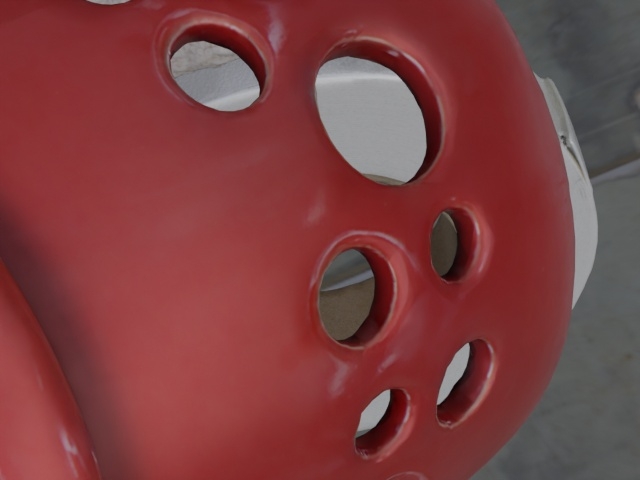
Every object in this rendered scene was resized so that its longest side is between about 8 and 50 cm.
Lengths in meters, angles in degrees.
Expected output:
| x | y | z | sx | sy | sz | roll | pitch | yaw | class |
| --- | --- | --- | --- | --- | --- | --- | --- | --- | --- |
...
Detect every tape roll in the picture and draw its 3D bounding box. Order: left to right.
| x | y | z | sx | sy | sz | roll | pitch | yaw | class |
| --- | --- | --- | --- | --- | --- | --- | --- | --- | --- |
| 0.000 | 0.000 | 1.300 | 0.392 | 0.392 | 0.072 | -7 | 48 | -3 | tape roll |

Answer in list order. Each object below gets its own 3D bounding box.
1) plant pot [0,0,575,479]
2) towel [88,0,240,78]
| x | y | z | sx | sy | sz | roll | pitch | yaw | class |
| --- | --- | --- | --- | --- | --- | --- | --- | --- | --- |
| -0.065 | 0.011 | 0.427 | 0.174 | 0.191 | 0.191 | -29 | 90 | -42 | plant pot |
| -0.044 | -0.152 | 0.696 | 0.282 | 0.049 | 0.187 | -15 | 122 | 22 | towel |
